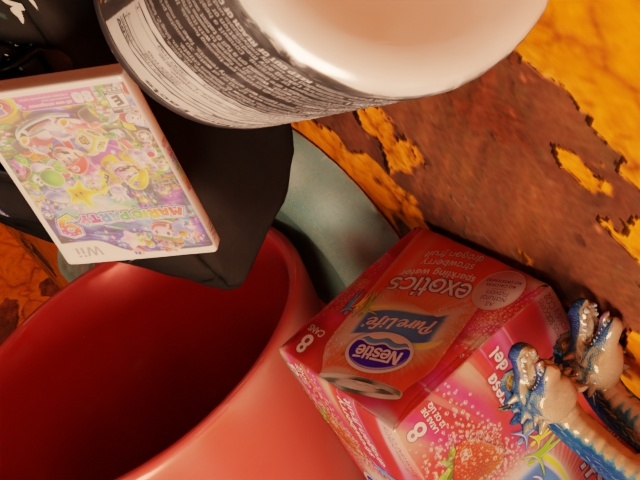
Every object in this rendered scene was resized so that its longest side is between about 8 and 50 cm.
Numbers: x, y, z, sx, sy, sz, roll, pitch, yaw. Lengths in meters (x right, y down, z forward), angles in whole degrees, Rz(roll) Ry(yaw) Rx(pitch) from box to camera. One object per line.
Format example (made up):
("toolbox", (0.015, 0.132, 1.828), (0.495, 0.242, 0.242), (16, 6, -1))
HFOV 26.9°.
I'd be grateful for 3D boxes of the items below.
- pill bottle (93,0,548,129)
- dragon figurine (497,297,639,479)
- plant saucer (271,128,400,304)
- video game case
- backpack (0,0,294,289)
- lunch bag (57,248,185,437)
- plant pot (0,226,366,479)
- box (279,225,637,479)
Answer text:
("pill bottle", (-0.017, -0.111, 0.528), (0.130, 0.130, 0.246), (53, 165, -14))
("dragon figurine", (0.186, 0.158, 0.697), (0.144, 0.085, 0.289), (31, 152, 55))
("plant saucer", (0.000, 0.000, 0.941), (0.195, 0.037, 0.195), (46, 165, 16))
("video game case", (-0.111, -0.034, 0.657), (0.087, 0.011, 0.122), (-6, 137, 19))
("backpack", (-0.211, -0.136, 0.822), (0.355, 0.273, 0.290), (-1, 141, 32))
("lunch bag", (-0.128, 0.026, 1.149), (0.262, 0.160, 0.223), (67, 165, -18))
("plant pot", (-0.079, 0.162, 0.947), (0.275, 0.275, 0.243), (26, 152, 56))
("box", (0.104, 0.133, 0.804), (0.128, 0.122, 0.257), (29, 155, 55))
